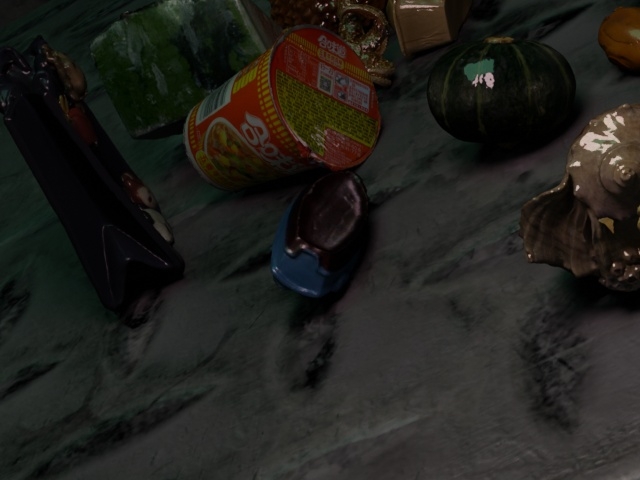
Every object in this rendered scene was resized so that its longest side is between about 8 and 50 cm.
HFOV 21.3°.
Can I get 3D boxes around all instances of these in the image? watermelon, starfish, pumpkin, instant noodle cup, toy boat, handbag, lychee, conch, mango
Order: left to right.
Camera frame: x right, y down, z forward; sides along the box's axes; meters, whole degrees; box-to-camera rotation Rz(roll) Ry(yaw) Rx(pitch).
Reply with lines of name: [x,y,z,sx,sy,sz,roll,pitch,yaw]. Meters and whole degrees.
handbag: [-0.305,-0.099,2.165,0.122,0.329,0.303,-30,23,-2]
watermelon: [-0.142,-0.223,2.372,0.264,0.302,0.151,-16,73,28]
instant noodle cup: [-0.062,-0.150,2.174,0.212,0.193,0.193,-23,23,44]
toy boat: [0.000,0.000,1.897,0.097,0.100,0.223,-62,1,30]
lychee: [0.026,-0.379,2.478,0.238,0.200,0.200,-43,22,8]
starfish: [0.025,-0.267,2.321,0.146,0.074,0.189,-16,65,22]
pumpkin: [0.202,-0.167,1.902,0.167,0.125,0.167,6,-1,0]
conch: [0.267,-0.034,1.539,0.178,0.163,0.245,-11,-3,11]
mango: [0.356,-0.229,1.917,0.077,0.063,0.127,-23,24,2]

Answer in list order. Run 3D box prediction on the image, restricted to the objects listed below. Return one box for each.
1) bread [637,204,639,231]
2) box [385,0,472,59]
bread: [0.328,0.024,1.282,0.102,0.196,0.138,-5,31,42]
box: [0.145,-0.326,2.334,0.111,0.111,0.177,-17,27,32]
